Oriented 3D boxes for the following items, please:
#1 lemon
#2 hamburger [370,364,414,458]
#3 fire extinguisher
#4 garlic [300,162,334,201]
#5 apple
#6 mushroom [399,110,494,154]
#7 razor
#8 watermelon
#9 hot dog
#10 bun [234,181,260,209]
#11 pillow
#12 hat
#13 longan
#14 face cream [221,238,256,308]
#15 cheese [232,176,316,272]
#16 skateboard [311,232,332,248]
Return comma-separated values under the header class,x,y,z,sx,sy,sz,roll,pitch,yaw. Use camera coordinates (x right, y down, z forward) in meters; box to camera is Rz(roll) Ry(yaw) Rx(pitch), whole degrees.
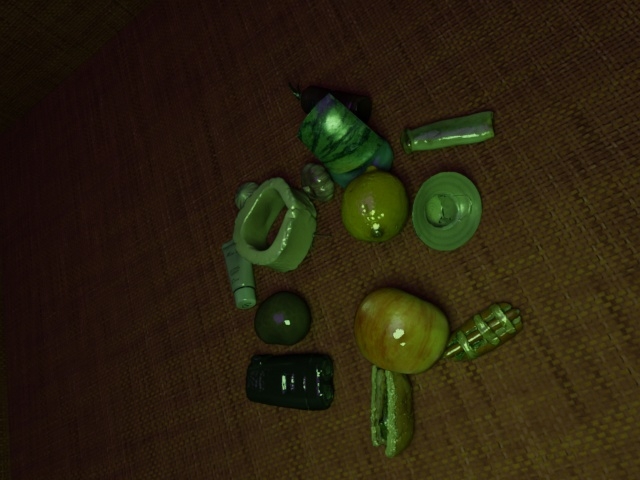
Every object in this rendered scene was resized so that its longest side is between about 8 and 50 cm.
class,x,y,z,sx,sy,sz,roll,pitch,yaw
lemon,0.183,-0.118,1.506,0.229,0.228,0.253,4,77,29
hamburger,0.228,0.517,1.382,0.124,0.131,0.261,-10,75,62
fire extinguisher,0.026,-0.536,1.752,0.338,0.135,0.114,22,64,31
garlic,-0.017,-0.214,1.692,0.102,0.147,0.159,-33,90,-22
apple,0.240,0.272,1.359,0.286,0.286,0.232,20,87,31
mushroom,0.422,-0.358,1.528,0.313,0.081,0.099,-7,77,22
razor,-0.108,0.488,1.580,0.327,0.107,0.189,-6,75,28
watermelon,0.057,-0.385,1.593,0.213,0.262,0.201,-40,26,20
hot dog,0.474,0.280,1.343,0.270,0.072,0.109,-37,61,14
bun,-0.302,-0.182,1.863,0.138,0.094,0.138,-10,71,29
pillow,0.149,-0.288,1.646,0.214,0.086,0.233,36,95,25
hat,0.380,-0.095,1.457,0.251,0.252,0.110,-65,17,0
longan,-0.132,0.278,1.605,0.213,0.198,0.197,-27,66,29
face cream,-0.319,0.120,1.811,0.143,0.089,0.314,-29,55,19
cheese,-0.163,-0.060,1.708,0.292,0.153,0.332,27,93,39
skateboard,0.000,0.000,1.693,0.084,0.032,0.063,-1,87,30
